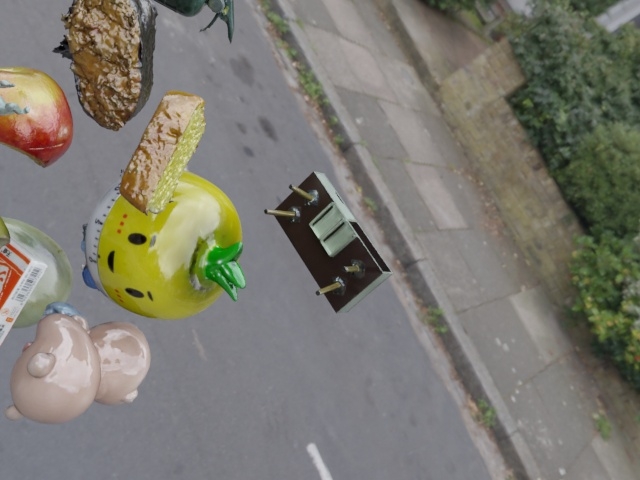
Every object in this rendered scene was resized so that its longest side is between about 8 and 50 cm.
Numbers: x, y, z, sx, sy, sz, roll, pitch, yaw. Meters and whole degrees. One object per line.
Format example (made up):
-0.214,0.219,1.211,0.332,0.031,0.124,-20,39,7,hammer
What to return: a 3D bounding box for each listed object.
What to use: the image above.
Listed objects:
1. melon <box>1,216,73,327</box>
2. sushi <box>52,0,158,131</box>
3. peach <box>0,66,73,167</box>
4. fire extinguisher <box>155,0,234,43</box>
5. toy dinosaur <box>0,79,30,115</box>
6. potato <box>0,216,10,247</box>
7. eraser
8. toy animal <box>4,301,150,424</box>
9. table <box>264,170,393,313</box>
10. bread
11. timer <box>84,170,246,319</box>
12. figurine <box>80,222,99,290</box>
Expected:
-0.771,0.084,1.720,0.308,0.272,0.272,36,33,-35,melon
-0.526,-0.452,1.654,0.207,0.234,0.348,-87,-179,-67,sushi
-0.559,-0.222,1.259,0.190,0.190,0.192,-38,125,-63,peach
-0.256,-0.408,1.014,0.311,0.114,0.095,24,31,-13,fire extinguisher
-0.539,-0.194,0.977,0.242,0.167,0.053,-18,96,-38,toy dinosaur
-0.438,-0.006,0.576,0.255,0.269,0.112,49,8,19,potato
-0.516,0.099,1.012,0.157,0.230,0.038,28,-4,32,eraser
-0.441,0.240,1.262,0.221,0.210,0.229,27,34,-17,toy animal
0.000,0.000,1.226,0.111,0.121,0.240,6,45,-57,table
-0.221,-0.118,0.957,0.065,0.103,0.187,20,76,-3,bread
-0.225,0.019,1.147,0.285,0.285,0.285,39,31,-30,timer
-0.496,0.035,1.534,0.086,0.087,0.149,-8,104,-21,figurine
